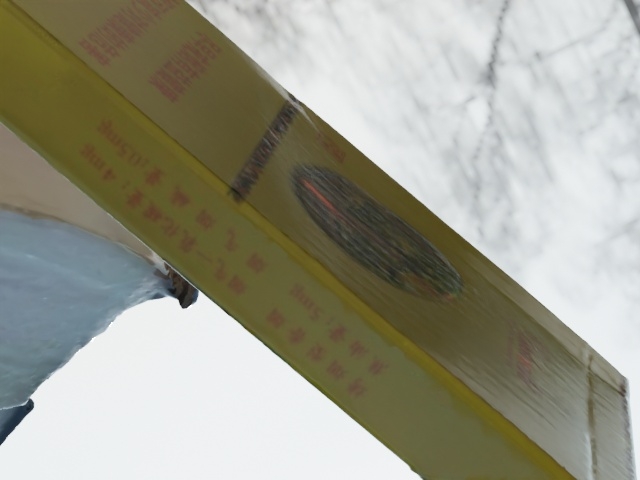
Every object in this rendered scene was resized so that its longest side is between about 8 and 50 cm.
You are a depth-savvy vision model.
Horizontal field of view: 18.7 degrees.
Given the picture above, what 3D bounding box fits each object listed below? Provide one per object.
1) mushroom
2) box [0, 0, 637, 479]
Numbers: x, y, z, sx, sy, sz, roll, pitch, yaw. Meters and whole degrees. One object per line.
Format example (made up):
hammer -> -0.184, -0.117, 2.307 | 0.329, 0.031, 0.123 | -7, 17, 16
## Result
mushroom -> -0.197, 0.005, 0.715 | 0.236, 0.173, 0.162 | -43, -139, 23
box -> 0.000, 0.000, 0.387 | 0.023, 0.155, 0.087 | -48, -175, 14
